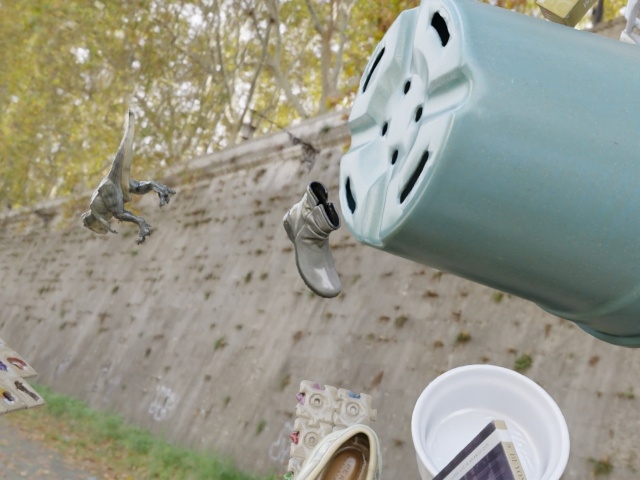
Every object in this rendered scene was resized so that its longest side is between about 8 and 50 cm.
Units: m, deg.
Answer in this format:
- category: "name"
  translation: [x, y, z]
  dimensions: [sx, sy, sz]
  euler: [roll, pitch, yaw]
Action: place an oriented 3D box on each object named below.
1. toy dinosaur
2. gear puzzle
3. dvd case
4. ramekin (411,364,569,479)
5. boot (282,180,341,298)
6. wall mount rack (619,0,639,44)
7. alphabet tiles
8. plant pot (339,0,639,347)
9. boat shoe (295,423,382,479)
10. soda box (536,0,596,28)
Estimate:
- category: "toy dinosaur"
  translation: [-0.304, -0.070, 1.118]
  dimensions: [0.118, 0.064, 0.268]
  euler: [36, -53, 0]
- category: "gear puzzle"
  translation: [0.013, 0.460, 1.413]
  dimensions: [0.175, 0.339, 0.044]
  euler: [15, -29, -11]
- category: "dvd case"
  translation: [0.161, 0.304, 0.650]
  dimensions: [0.018, 0.221, 0.164]
  euler: [5, -44, -22]
- category: "ramekin"
  translation: [0.306, 0.382, 1.311]
  dimensions: [0.277, 0.277, 0.135]
  euler: [13, -41, 15]
- category: "boot"
  translation: [0.000, 0.000, 1.613]
  dimensions: [0.083, 0.246, 0.161]
  euler: [-16, -17, -33]
- category: "wall mount rack"
  translation: [0.573, -0.304, 1.253]
  dimensions: [0.130, 0.304, 0.350]
  euler: [-13, -43, -9]
- category: "alphabet tiles"
  translation: [-0.547, 0.125, 1.000]
  dimensions: [0.342, 0.011, 0.285]
  euler: [41, -3, 7]
- category: "plant pot"
  translation: [0.218, -0.083, 0.744]
  dimensions: [0.334, 0.341, 0.341]
  euler: [13, -14, -19]
- category: "boat shoe"
  translation: [-0.025, 0.303, 0.657]
  dimensions: [0.104, 0.285, 0.089]
  euler: [22, -24, 8]
- category: "soda box"
  translation: [0.449, -0.445, 1.181]
  dimensions: [0.061, 0.181, 0.058]
  euler: [45, 13, 30]
